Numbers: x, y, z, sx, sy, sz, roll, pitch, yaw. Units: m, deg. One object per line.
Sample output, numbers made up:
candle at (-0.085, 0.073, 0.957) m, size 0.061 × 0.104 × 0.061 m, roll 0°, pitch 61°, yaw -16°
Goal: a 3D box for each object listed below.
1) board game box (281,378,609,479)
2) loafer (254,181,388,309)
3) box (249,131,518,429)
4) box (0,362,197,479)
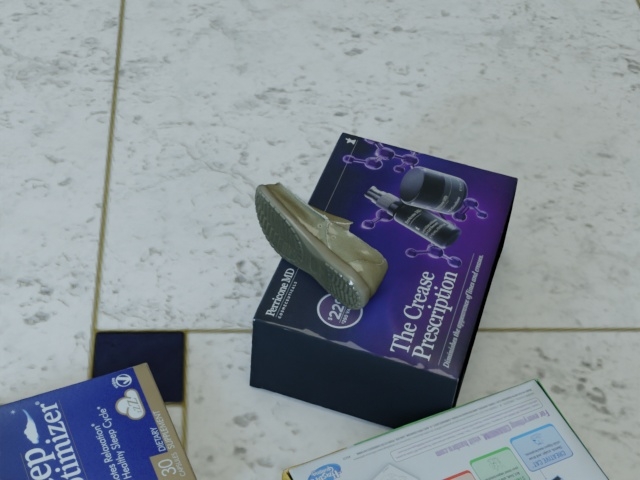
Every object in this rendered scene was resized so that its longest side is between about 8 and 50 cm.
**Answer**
board game box at (0.142, 0.273, 0.877) m, size 0.242 × 0.064 × 0.316 m, roll -16°, pitch 50°, yaw -20°
loafer at (0.000, 0.000, 1.000) m, size 0.050 × 0.056 × 0.148 m, roll -31°, pitch 63°, yaw -29°
box at (0.063, 0.035, 1.077) m, size 0.184 × 0.103 × 0.261 m, roll 14°, pitch 46°, yaw 11°
box at (-0.225, 0.188, 0.942) m, size 0.225 × 0.037 × 0.136 m, roll -16°, pitch 50°, yaw -19°
